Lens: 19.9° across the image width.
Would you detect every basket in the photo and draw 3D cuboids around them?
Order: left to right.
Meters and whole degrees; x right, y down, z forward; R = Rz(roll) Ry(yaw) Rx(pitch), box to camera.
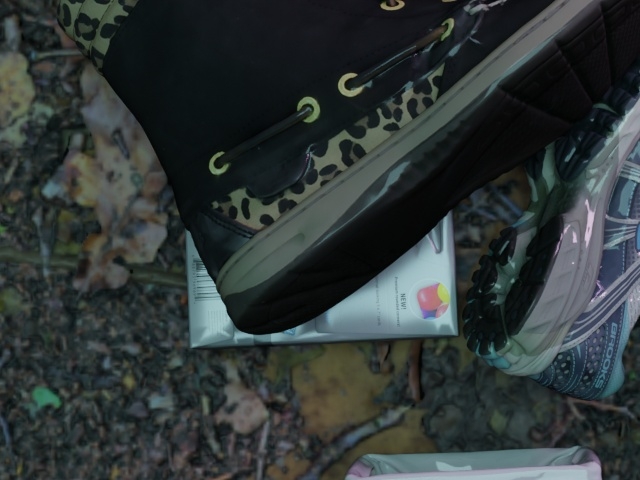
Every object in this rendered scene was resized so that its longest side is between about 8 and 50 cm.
[{"bbox_3d":[0.104,0.196,1.209,0.167,0.113,0.103,-3,90,5],"label":"basket"}]

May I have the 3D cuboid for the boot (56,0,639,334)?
[{"bbox_3d":[0.024,-0.152,1.198,0.377,0.138,0.284,-41,67,8],"label":"boot"}]

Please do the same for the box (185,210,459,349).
[{"bbox_3d":[0.000,0.000,1.268,0.186,0.038,0.145,-4,85,6],"label":"box"}]

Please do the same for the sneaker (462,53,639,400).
[{"bbox_3d":[0.199,-0.023,1.232,0.122,0.110,0.283,34,76,-26],"label":"sneaker"}]
